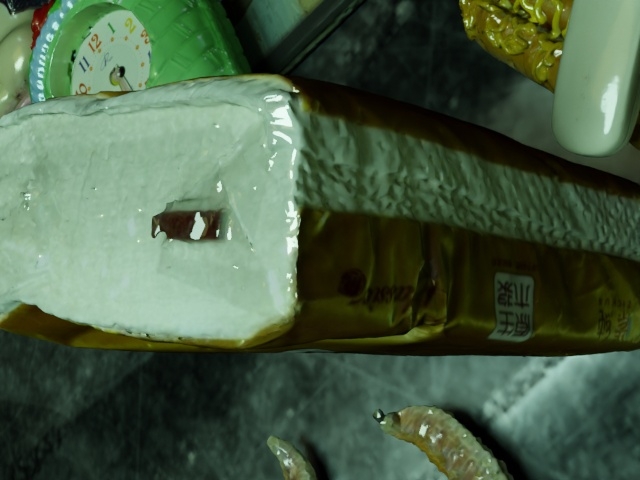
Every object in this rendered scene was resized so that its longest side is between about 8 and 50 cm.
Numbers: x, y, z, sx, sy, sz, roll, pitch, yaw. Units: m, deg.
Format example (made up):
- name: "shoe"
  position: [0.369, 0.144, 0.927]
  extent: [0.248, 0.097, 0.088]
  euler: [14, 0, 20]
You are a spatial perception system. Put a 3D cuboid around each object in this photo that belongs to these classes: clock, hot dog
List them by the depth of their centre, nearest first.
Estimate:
- name: "hot dog"
  position: [0.123, -0.084, 0.466]
  extent: [0.165, 0.045, 0.071]
  euler: [41, 113, 36]
- name: "clock"
  position: [-0.130, -0.084, 0.640]
  extent: [0.194, 0.100, 0.195]
  euler: [-48, 59, 22]

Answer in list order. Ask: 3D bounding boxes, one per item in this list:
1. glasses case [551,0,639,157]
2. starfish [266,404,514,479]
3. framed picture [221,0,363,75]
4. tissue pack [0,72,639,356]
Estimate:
- name: "glasses case"
  position: [0.109, -0.073, 0.431]
  extent: [0.032, 0.021, 0.083]
  euler: [14, 95, 41]
- name: "starfish"
  position: [0.048, 0.235, 0.482]
  extent: [0.299, 0.060, 0.302]
  euler: [22, 99, 39]
- name: "framed picture"
  position: [-0.118, -0.156, 0.712]
  extent: [0.347, 0.016, 0.265]
  euler: [-39, 61, 32]
- name: "tissue pack"
  position: [0.000, 0.000, 0.443]
  extent: [0.183, 0.226, 0.092]
  euler: [-5, 83, 42]
